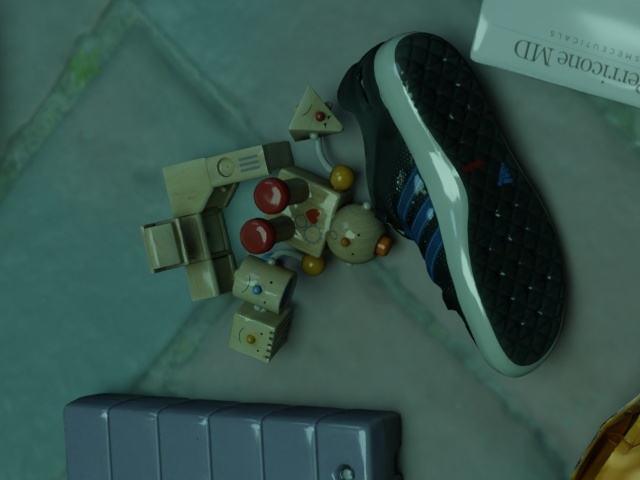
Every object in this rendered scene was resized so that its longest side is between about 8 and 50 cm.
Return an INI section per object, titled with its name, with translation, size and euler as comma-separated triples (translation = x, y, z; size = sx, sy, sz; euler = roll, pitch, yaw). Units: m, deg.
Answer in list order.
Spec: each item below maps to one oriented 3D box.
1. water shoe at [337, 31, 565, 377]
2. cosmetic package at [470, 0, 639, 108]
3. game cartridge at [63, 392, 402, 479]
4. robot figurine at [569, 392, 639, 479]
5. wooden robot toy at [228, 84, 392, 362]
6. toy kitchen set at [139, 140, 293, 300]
[water shoe]
translation = 0.075, -0.018, 1.120
size = 0.080, 0.073, 0.203
euler = -22, 86, 55
[cosmetic package]
translation = 0.168, -0.190, 1.025
size = 0.117, 0.085, 0.231
euler = 19, 104, 26
[game cartridge]
translation = -0.055, 0.277, 1.227
size = 0.230, 0.068, 0.355
euler = 0, 97, 24
[robot figurine]
translation = 0.193, 0.200, 1.066
size = 0.211, 0.085, 0.291
euler = 38, 112, 19
[wooden robot toy]
translation = 0.000, 0.000, 1.153
size = 0.079, 0.076, 0.173
euler = 22, 108, 13
[toy kitchen set]
translation = -0.058, -0.010, 1.180
size = 0.075, 0.068, 0.083
euler = -12, 92, 29
